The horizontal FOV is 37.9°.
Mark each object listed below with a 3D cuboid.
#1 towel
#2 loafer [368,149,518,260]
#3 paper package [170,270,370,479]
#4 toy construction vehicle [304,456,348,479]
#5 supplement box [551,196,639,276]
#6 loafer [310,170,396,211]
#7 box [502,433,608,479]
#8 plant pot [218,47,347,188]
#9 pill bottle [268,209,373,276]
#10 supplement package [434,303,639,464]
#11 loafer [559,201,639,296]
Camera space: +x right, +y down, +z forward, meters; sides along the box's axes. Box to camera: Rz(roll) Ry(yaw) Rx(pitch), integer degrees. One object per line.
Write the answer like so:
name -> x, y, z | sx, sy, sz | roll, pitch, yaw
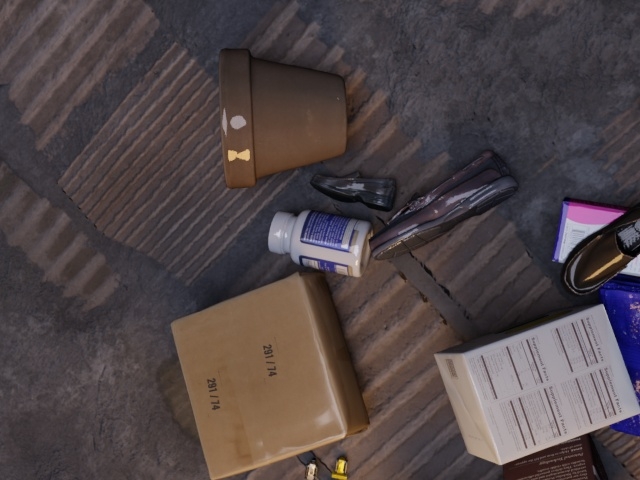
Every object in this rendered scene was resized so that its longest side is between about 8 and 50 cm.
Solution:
towel -> 0.589, 0.219, 1.619 | 0.228, 0.076, 0.308 | 11, 119, 46
loafer -> 0.219, -0.065, 1.754 | 0.303, 0.109, 0.095 | -28, 71, 11
paper package -> -0.100, 0.260, 1.803 | 0.310, 0.168, 0.324 | -21, 79, 15
toy construction vehicle -> 0.011, 0.485, 1.914 | 0.086, 0.035, 0.098 | 7, 102, 3
supplement box -> 0.535, -0.003, 1.661 | 0.220, 0.114, 0.111 | 11, 99, 15
loafer -> 0.065, -0.105, 1.807 | 0.170, 0.062, 0.061 | 16, 79, 9
box -> 0.435, 0.472, 1.684 | 0.167, 0.203, 0.168 | -19, 115, 17
plant pot -> -0.069, -0.230, 1.744 | 0.229, 0.263, 0.263 | -3, 97, -4
pill bottle -> 0.000, 0.000, 1.804 | 0.187, 0.112, 0.112 | 12, 101, 13
supplement package -> 0.372, 0.247, 1.635 | 0.263, 0.199, 0.198 | -18, 86, -9
loafer -> 0.493, 0.013, 1.574 | 0.080, 0.078, 0.220 | 45, 106, 5
